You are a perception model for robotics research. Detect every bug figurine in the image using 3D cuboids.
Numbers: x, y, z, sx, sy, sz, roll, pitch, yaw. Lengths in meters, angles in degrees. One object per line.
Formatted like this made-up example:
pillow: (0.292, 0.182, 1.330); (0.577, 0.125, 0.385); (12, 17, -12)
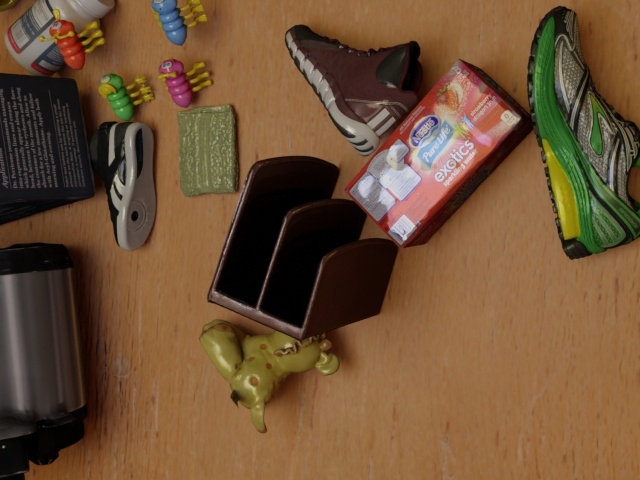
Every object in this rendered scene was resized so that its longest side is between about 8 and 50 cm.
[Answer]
bug figurine: (-0.304, -0.296, 1.644); (0.279, 0.072, 0.216); (-9, 128, 21)

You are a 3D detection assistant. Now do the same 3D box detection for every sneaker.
sneaker: (-0.347, -0.095, 1.735); (0.121, 0.079, 0.217); (8, 95, 32)
sneaker: (0.372, -0.155, 1.403); (0.146, 0.134, 0.344); (-13, 97, 16)
sneaker: (0.065, -0.260, 1.507); (0.162, 0.106, 0.281); (-37, 53, 10)

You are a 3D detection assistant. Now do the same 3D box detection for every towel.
towel: (-0.185, -0.148, 1.681); (0.110, 0.027, 0.148); (-3, 91, 22)

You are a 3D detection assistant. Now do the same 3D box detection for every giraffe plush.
giraffe plush: (-0.072, 0.174, 1.586); (0.170, 0.210, 0.181); (-33, 112, -2)

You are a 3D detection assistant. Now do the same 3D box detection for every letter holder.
letter holder: (0.000, 0.000, 1.461); (0.152, 0.302, 0.215); (21, 101, 21)

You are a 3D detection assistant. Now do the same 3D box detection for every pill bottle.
pill bottle: (-0.441, -0.371, 1.734); (0.180, 0.108, 0.108); (-36, 79, 20)

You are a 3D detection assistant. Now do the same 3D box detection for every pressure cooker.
pressure cooker: (-0.571, 0.222, 1.683); (0.375, 0.370, 0.421); (-5, 92, 13)

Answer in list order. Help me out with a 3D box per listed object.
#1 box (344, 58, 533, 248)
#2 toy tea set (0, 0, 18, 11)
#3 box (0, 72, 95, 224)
box: (0.175, -0.122, 1.476); (0.128, 0.122, 0.257); (46, 108, 14)
toy tea set: (-0.486, -0.496, 1.701); (0.336, 0.200, 0.124); (-42, 68, 14)
box: (-0.618, -0.137, 1.637); (0.293, 0.395, 0.212); (-12, 86, 37)
